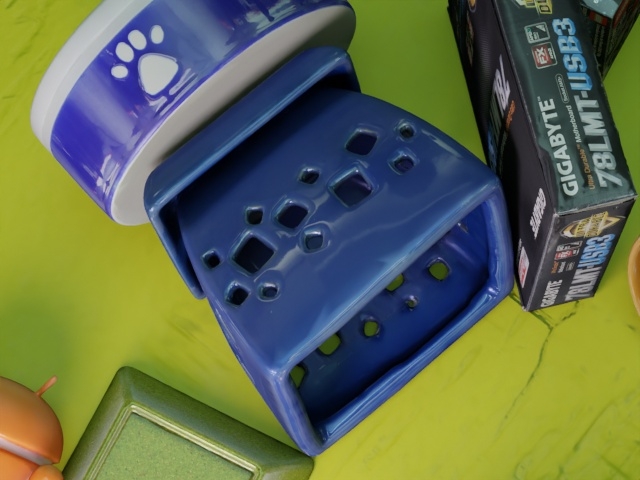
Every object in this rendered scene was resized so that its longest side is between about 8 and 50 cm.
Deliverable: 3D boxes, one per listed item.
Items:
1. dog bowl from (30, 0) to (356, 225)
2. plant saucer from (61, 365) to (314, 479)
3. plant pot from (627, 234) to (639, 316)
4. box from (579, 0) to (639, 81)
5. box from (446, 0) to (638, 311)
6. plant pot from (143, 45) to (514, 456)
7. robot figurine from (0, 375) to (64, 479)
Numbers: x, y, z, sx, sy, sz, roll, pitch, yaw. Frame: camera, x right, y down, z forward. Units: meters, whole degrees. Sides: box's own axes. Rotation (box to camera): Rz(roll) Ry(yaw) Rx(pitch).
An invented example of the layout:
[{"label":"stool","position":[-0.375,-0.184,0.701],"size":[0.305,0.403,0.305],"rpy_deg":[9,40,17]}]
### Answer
[{"label":"dog bowl","position":[-0.101,-0.136,1.590],"size":[0.265,0.265,0.104],"rpy_deg":[-40,78,-8]},{"label":"plant saucer","position":[-0.129,0.218,1.606],"size":[0.188,0.045,0.188],"rpy_deg":[25,77,10]},{"label":"plant pot","position":[0.384,0.022,1.562],"size":[0.188,0.205,0.205],"rpy_deg":[-37,75,-23]},{"label":"box","position":[0.275,-0.261,1.656],"size":[0.044,0.159,0.233],"rpy_deg":[27,78,11]},{"label":"box","position":[0.166,-0.119,1.553],"size":[0.073,0.295,0.293],"rpy_deg":[-12,75,-1]},{"label":"plant pot","position":[0.000,0.000,1.568],"size":[0.236,0.236,0.212],"rpy_deg":[-40,69,-8]},{"label":"robot figurine","position":[-0.287,0.201,1.579],"size":[0.128,0.158,0.219],"rpy_deg":[24,77,-13]}]
